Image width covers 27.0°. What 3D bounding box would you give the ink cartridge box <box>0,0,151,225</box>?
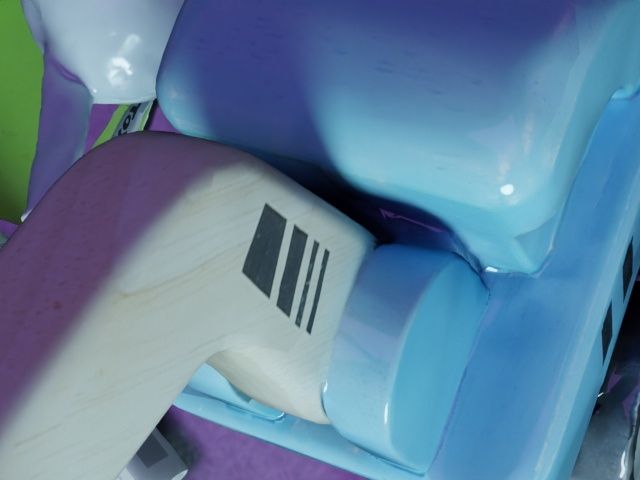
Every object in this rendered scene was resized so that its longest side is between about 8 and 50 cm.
[{"bbox_3d":[-0.223,-0.121,0.749,0.255,0.097,0.188,20,90,10],"label":"ink cartridge box"}]

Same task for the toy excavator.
[{"bbox_3d":[0.000,0.000,0.487,0.222,0.445,0.432,16,78,24],"label":"toy excavator"}]

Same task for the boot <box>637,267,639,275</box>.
[{"bbox_3d":[0.194,-0.023,0.703,0.121,0.045,0.099,39,92,16],"label":"boot"}]

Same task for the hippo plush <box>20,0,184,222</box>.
[{"bbox_3d":[-0.127,-0.184,0.655,0.237,0.234,0.294,34,89,1],"label":"hippo plush"}]

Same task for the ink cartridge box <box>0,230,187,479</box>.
[{"bbox_3d":[-0.210,0.132,0.770,0.225,0.056,0.181,-43,82,24],"label":"ink cartridge box"}]
